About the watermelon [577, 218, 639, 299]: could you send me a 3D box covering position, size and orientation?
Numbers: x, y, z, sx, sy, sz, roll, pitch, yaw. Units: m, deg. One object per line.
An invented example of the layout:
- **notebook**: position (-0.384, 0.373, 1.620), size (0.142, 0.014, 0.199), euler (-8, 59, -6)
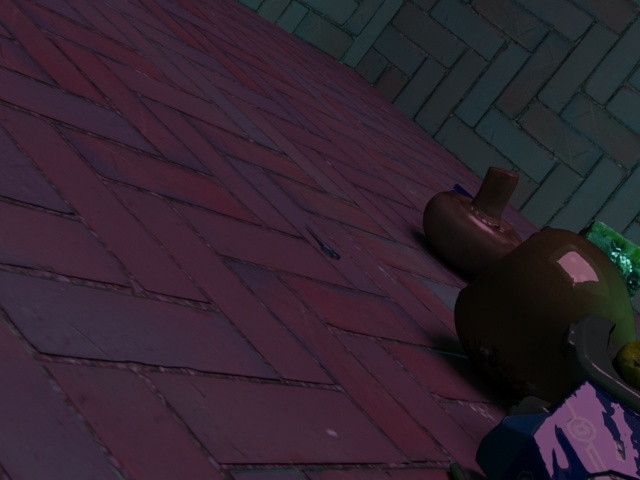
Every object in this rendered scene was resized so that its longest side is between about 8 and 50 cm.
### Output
- **watermelon**: position (0.478, 0.088, 2.133), size (0.151, 0.264, 0.302), euler (40, 9, 6)

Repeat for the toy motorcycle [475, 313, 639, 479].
- **toy motorcycle**: position (0.278, 0.230, 1.278), size (0.200, 0.191, 0.326), euler (30, 30, 4)

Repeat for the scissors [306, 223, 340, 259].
- **scissors**: position (0.000, 0.000, 1.681), size (0.036, 0.006, 0.083), euler (21, 20, -48)

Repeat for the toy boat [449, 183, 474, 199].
- **toy boat**: position (0.351, 0.022, 2.391), size (0.295, 0.088, 0.129), euler (45, -24, 17)

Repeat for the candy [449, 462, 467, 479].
- **candy**: position (0.144, 0.255, 1.048), size (0.091, 0.083, 0.305), euler (18, 7, -9)

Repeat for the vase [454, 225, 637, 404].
- **vase**: position (0.341, 0.159, 1.655), size (0.302, 0.241, 0.329), euler (53, -11, 11)

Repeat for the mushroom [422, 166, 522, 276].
- **mushroom**: position (0.308, -0.045, 2.236), size (0.207, 0.215, 0.207), euler (25, 19, -9)
